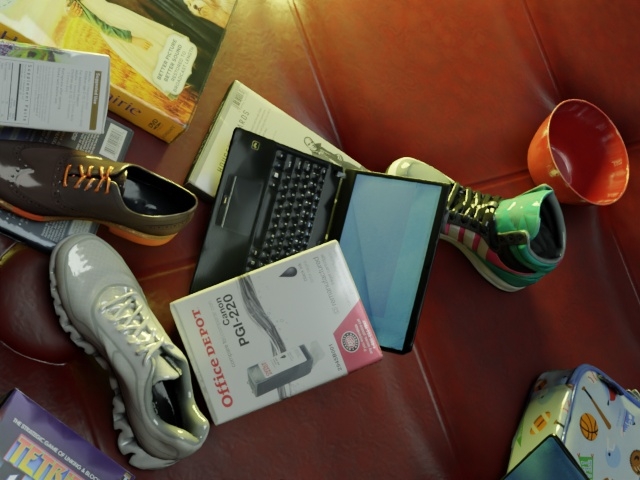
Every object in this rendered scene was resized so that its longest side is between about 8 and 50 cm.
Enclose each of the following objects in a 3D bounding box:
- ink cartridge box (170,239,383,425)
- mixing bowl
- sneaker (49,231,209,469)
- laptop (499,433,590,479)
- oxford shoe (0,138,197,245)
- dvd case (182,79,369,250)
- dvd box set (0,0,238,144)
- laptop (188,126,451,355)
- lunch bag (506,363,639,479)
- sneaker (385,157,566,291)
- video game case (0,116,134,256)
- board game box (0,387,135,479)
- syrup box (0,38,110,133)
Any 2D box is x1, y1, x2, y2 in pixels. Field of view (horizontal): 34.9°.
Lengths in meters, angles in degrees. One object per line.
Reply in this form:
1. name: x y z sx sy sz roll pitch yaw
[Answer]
1. ink cartridge box: -0.054 0.111 1.229 0.217 0.092 0.159 -21 85 -3
2. mixing bowl: 0.408 -0.130 1.670 0.181 0.098 0.182 11 69 -29
3. sneaker: -0.211 0.118 1.160 0.110 0.118 0.292 -27 92 -35
4. laptop: 0.165 0.487 1.060 0.407 0.236 0.382 -21 56 -19
5. oxford shoe: -0.271 -0.070 1.174 0.271 0.098 0.097 14 67 -29
6. dvd case: -0.054 -0.085 1.395 0.238 0.029 0.179 32 59 -20
7. dvd box set: -0.312 -0.353 1.300 0.420 0.062 0.308 30 59 -22
8. laptop: 0.000 0.000 1.299 0.264 0.136 0.234 19 80 -26
9. lunch bag: 0.398 0.343 1.492 0.243 0.115 0.303 38 58 -19
10. sneaker: 0.248 -0.039 1.483 0.295 0.178 0.124 35 58 -18
11. video game case: -0.373 -0.110 1.198 0.274 0.026 0.196 27 61 -22
12. board game box: -0.308 0.267 1.094 0.170 0.048 0.141 41 57 -15
13. syrup box: -0.364 -0.177 1.135 0.236 0.093 0.096 1 101 -32
